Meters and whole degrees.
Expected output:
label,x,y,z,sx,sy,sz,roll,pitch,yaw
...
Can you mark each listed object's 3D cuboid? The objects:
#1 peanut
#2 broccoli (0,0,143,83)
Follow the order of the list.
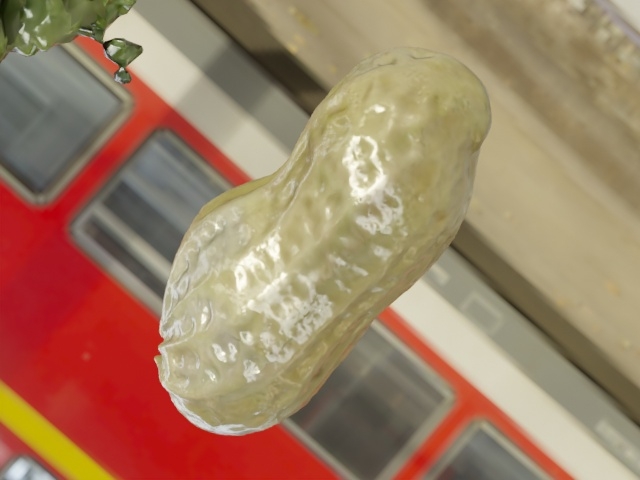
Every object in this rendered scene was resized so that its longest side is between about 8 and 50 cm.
label,x,y,z,sx,sy,sz,roll,pitch,yaw
peanut,0.000,0.000,0.830,0.090,0.214,0.098,21,-153,-52
broccoli,-0.153,-0.239,0.974,0.281,0.347,0.293,4,132,12
